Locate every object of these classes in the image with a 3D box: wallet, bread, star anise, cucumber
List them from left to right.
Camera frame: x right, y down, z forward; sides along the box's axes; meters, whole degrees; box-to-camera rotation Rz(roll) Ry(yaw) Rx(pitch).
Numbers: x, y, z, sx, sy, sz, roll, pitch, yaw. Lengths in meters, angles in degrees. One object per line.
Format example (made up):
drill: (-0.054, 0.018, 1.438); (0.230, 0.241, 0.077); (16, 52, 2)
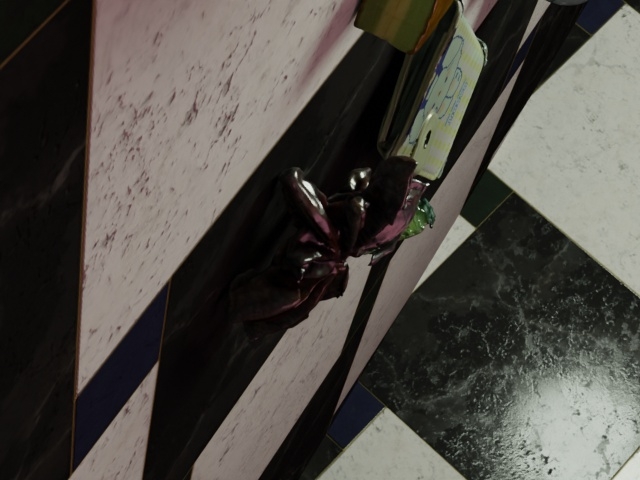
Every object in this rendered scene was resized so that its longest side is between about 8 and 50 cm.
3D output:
star anise: (0.000, 0.001, 1.545); (0.283, 0.129, 0.212); (-55, 168, 24)
cucumber: (0.105, -0.042, 2.093); (0.115, 0.086, 0.193); (-18, -177, 15)
bread: (0.098, -0.253, 1.431); (0.084, 0.074, 0.139); (-66, 171, 27)
wallet: (0.142, -0.192, 1.843); (0.223, 0.077, 0.309); (-65, 169, 4)

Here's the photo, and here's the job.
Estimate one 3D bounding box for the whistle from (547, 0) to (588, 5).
whistle: (0.376, -0.421, 2.111); (0.289, 0.163, 0.163); (-98, -147, -71)
